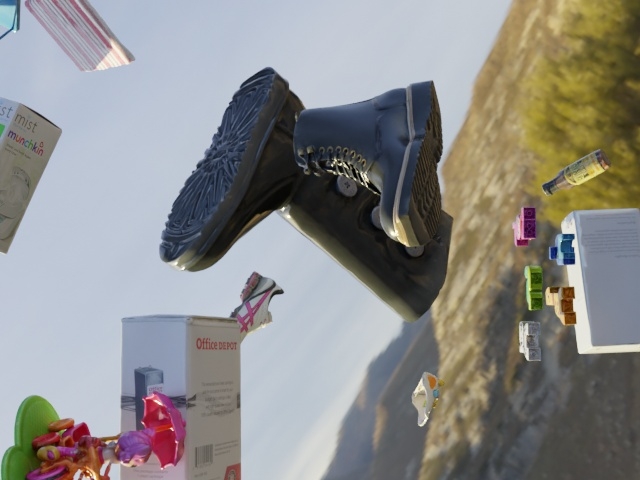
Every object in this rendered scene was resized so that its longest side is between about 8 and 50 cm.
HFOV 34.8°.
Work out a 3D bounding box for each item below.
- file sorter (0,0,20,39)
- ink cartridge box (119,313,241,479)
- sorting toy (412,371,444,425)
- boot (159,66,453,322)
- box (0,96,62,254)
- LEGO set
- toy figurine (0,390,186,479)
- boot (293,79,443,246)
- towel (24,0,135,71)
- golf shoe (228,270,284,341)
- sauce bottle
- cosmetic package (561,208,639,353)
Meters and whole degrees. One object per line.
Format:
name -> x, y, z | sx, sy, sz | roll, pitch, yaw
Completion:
file sorter -> -0.597, -0.407, 1.685 | 0.104, 0.170, 0.118 | -58, -8, -42
ink cartridge box -> -0.159, 0.196, 1.179 | 0.158, 0.092, 0.217 | 20, -110, -72
sorting toy -> 0.189, 0.289, 1.820 | 0.083, 0.045, 0.075 | 105, 180, -56
boot -> 0.001, -0.002, 1.614 | 0.146, 0.445, 0.367 | -7, 50, 50
box -> -0.592, -0.131, 1.665 | 0.231, 0.262, 0.127 | -67, -26, -7
LEGO set -> 0.342, 0.066, 1.556 | 0.093, 0.087, 0.227 | 138, 132, -86
toy figurine -> -0.218, 0.209, 1.038 | 0.159, 0.130, 0.173 | -15, 6, 6
boot -> 0.032, -0.059, 0.883 | 0.198, 0.137, 0.076 | -76, -26, -53
towel -> -0.370, -0.327, 1.570 | 0.029, 0.144, 0.197 | -51, 30, -21
golf shoe -> -0.142, 0.159, 2.068 | 0.186, 0.086, 0.067 | -63, 1, -9
sauce bottle -> 0.467, -0.120, 1.868 | 0.128, 0.042, 0.042 | -33, 3, 28
cosmetic package -> 0.474, 0.067, 1.677 | 0.085, 0.117, 0.231 | 96, 172, -75
